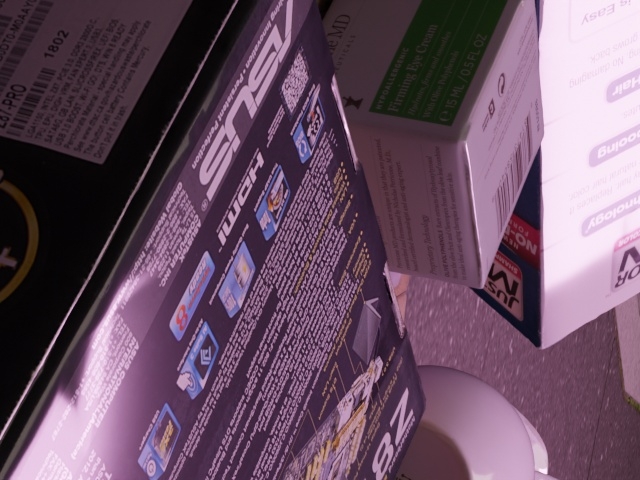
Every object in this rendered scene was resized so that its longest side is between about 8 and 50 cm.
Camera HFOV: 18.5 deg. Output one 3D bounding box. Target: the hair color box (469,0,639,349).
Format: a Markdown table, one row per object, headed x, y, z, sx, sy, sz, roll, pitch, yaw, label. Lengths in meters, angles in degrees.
| x | y | z | sx | sy | sz | roll | pitch | yaw | label |
| --- | --- | --- | --- | --- | --- | --- | --- | --- | --- |
| 0.142 | -0.130 | 0.985 | 0.174 | 0.105 | 0.347 | -27 | 135 | -23 | hair color box |

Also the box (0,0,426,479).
| x | y | z | sx | sy | sz | roll | pitch | yaw | label |
| --- | --- | --- | --- | --- | --- | --- | --- | --- | --- |
| -0.093 | 0.135 | 0.620 | 0.395 | 0.097 | 0.318 | -65 | 156 | -24 | box |

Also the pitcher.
| x | y | z | sx | sy | sz | roll | pitch | yaw | label |
| --- | --- | --- | --- | --- | --- | --- | --- | --- | --- |
| 0.093 | 0.146 | 1.175 | 0.125 | 0.177 | 0.207 | -66 | 166 | 6 | pitcher |

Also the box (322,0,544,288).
| x | y | z | sx | sy | sz | roll | pitch | yaw | label |
| --- | --- | --- | --- | --- | --- | --- | --- | --- | --- |
| 0.043 | -0.052 | 0.873 | 0.102 | 0.087 | 0.101 | 77 | 30 | -48 | box |

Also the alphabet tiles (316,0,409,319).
| x | y | z | sx | sy | sz | roll | pitch | yaw | label |
| --- | --- | --- | --- | --- | --- | --- | --- | --- | --- |
| 0.000 | 0.000 | 0.933 | 0.285 | 0.011 | 0.342 | -28 | 127 | -67 | alphabet tiles |
